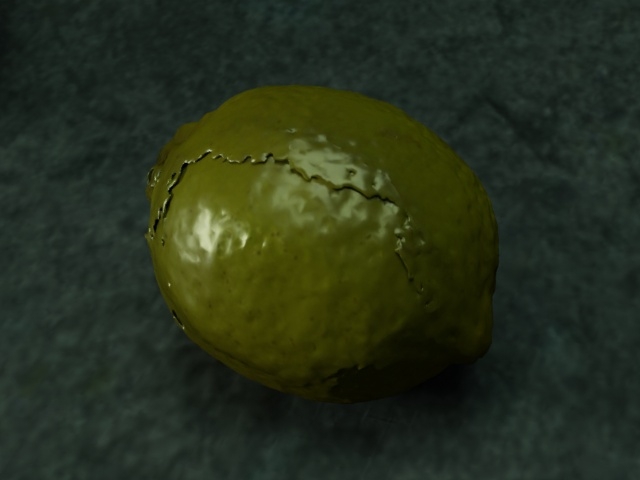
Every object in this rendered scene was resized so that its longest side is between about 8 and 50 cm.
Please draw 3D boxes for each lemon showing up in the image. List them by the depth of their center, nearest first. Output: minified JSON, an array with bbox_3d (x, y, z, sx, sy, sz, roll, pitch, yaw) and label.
[{"bbox_3d":[0.000,0.000,0.884,0.260,0.204,0.204,28,50,19],"label":"lemon"}]
